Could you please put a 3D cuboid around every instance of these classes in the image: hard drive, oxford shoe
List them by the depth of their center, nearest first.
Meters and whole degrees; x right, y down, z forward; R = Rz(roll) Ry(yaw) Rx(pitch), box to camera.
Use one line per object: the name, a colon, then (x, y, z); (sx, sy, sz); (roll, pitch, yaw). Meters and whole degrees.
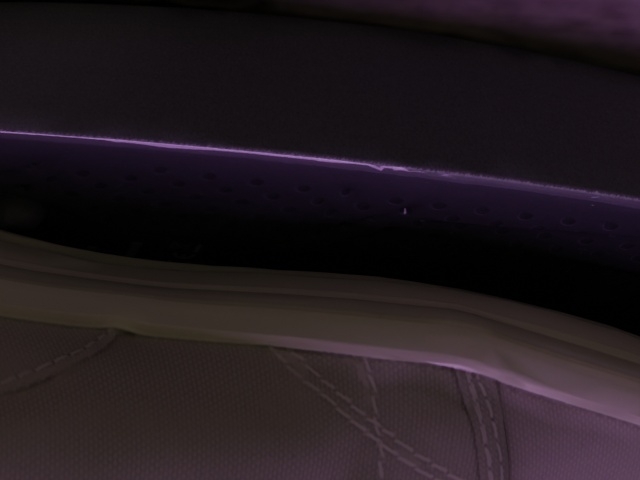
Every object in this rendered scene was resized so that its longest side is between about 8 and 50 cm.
oxford shoe: (-0.052, 0.078, 0.506); (0.449, 0.130, 0.169); (11, 150, -29)
hard drive: (0.000, 0.000, 0.557); (0.255, 0.054, 0.172); (6, 154, -18)
